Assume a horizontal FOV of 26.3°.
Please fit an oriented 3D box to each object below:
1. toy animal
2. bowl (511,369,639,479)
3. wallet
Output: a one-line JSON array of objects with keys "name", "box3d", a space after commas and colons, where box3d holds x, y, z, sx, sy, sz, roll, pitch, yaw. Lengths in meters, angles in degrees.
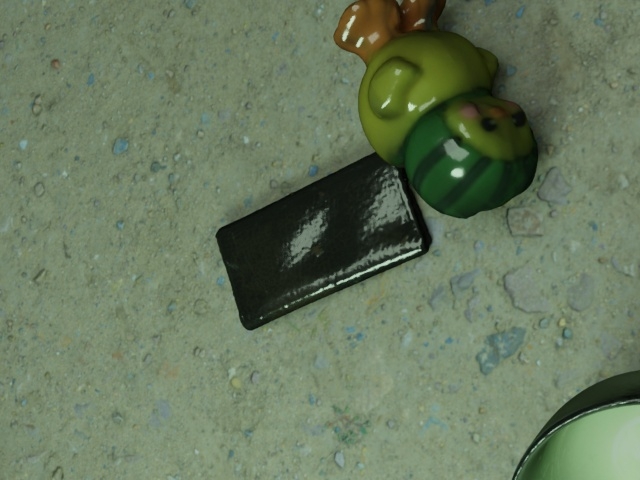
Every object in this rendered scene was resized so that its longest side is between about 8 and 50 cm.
[{"name": "toy animal", "box3d": [0.157, -0.175, 1.876, 0.338, 0.216, 0.191, 57, 137, 21]}, {"name": "bowl", "box3d": [0.411, 0.291, 1.613, 0.354, 0.185, 0.354, 8, 117, 16]}, {"name": "wallet", "box3d": [0.000, 0.000, 2.016, 0.321, 0.044, 0.170, -25, 71, 21]}]
